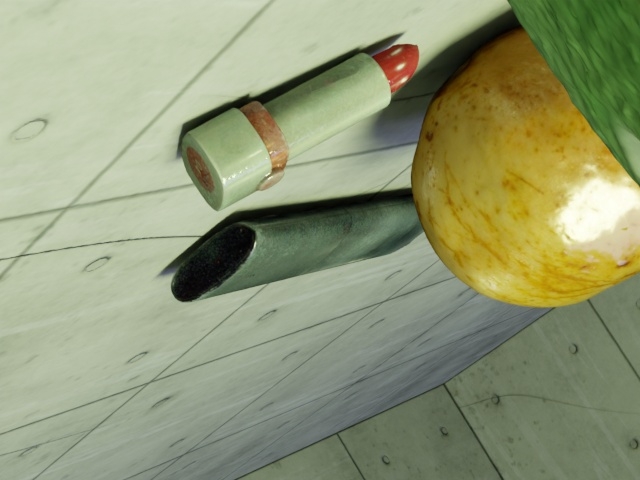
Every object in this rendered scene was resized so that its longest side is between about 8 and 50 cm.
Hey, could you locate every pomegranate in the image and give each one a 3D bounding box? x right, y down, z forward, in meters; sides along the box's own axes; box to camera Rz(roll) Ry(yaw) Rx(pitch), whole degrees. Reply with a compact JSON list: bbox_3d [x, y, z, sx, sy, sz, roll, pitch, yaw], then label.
[{"bbox_3d":[0.193,-0.062,1.143,0.248,0.248,0.248,-30,168,-7],"label":"pomegranate"}]

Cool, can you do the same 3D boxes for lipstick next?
[{"bbox_3d":[-0.003,-0.088,0.981,0.186,0.057,0.063,-30,168,-19],"label":"lipstick"}]

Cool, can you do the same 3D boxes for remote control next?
[{"bbox_3d":[0.000,0.000,1.362,0.107,0.044,0.377,-43,164,27],"label":"remote control"}]

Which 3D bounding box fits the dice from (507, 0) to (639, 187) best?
[{"bbox_3d":[0.247,-0.176,0.610,0.322,0.318,0.330,-33,169,4],"label":"dice"}]
